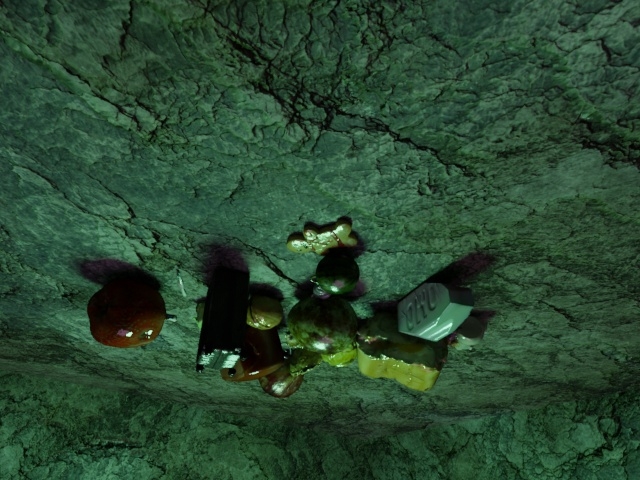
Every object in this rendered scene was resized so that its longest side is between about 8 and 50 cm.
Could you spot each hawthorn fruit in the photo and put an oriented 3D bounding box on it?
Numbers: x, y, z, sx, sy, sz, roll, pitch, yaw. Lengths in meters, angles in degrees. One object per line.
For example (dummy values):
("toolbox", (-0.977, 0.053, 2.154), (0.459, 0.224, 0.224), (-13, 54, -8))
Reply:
("hawthorn fruit", (-0.740, 0.286, 1.656), (0.300, 0.275, 0.275), (18, 144, -37))

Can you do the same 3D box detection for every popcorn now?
("popcorn", (0.089, 0.462, 1.890), (0.204, 0.183, 0.221), (-26, 142, -9))

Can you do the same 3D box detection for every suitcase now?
("suitcase", (-0.353, 0.300, 1.563), (0.152, 0.334, 0.229), (12, 144, -19))

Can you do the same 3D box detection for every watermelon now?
("watermelon", (0.040, 0.116, 1.429), (0.188, 0.140, 0.140), (-13, 142, 26))

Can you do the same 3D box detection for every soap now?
("soap", (0.410, 0.253, 1.539), (0.109, 0.192, 0.323), (16, 143, -18))

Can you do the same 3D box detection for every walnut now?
("walnut", (-0.236, 0.290, 1.700), (0.144, 0.144, 0.180), (-15, 155, 25))

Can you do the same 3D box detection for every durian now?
("durian", (-0.078, 0.460, 1.985), (0.141, 0.078, 0.224), (17, 145, -19))

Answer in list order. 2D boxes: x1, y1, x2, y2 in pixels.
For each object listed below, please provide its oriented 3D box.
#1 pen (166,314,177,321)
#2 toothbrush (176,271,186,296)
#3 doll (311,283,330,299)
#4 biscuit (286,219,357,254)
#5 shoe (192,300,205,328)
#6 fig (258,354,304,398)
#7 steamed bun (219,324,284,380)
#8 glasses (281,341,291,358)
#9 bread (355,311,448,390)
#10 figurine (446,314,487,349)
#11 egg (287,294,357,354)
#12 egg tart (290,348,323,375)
("pen", (-0.757, 0.336, 1.925), (0.204, 0.025, 0.025), (18, 143, -18))
("toothbrush", (-0.552, 0.176, 1.682), (0.017, 0.022, 0.204), (10, 148, -3))
("doll", (0.036, 0.164, 1.562), (0.180, 0.079, 0.094), (-32, 157, 22))
("biscuit", (0.000, 0.000, 1.365), (0.235, 0.030, 0.153), (-10, 141, 18))
("shoe", (-0.410, 0.331, 1.816), (0.263, 0.128, 0.140), (8, 159, -1))
("fig", (-0.202, 0.711, 2.238), (0.263, 0.223, 0.224), (-14, 141, 17))
("steamed bun", (-0.300, 0.498, 1.892), (0.249, 0.234, 0.379), (-11, 164, -35))
("glasses", (-0.179, 0.540, 2.157), (0.140, 0.062, 0.104), (29, 116, -31))
("bread", (0.341, 0.470, 1.811), (0.362, 0.250, 0.394), (11, 147, 14))
("figurine", (0.608, 0.414, 1.815), (0.156, 0.127, 0.235), (-15, 148, -5))
("egg", (0.002, 0.323, 1.645), (0.290, 0.238, 0.238), (-4, 145, 25))
("egg tart", (-0.065, 0.564, 2.070), (0.098, 0.232, 0.252), (54, 163, -7))
